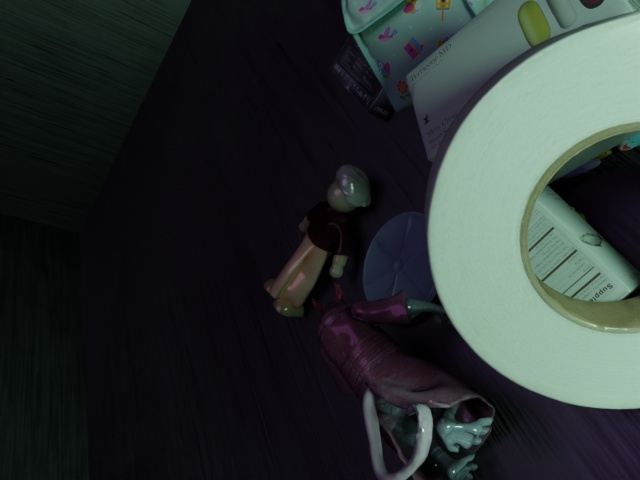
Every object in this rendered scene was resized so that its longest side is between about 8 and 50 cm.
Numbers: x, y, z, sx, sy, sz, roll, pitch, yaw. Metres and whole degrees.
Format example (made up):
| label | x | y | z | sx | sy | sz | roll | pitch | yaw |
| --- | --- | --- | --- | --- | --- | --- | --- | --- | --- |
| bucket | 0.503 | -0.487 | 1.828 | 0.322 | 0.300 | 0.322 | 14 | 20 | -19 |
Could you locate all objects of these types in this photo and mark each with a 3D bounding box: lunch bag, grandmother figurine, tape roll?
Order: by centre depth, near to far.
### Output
| label | x | y | z | sx | sy | sz | roll | pitch | yaw |
| --- | --- | --- | --- | --- | --- | --- | --- | --- | --- |
| tape roll | 0.298 | -0.018 | 0.567 | 0.392 | 0.392 | 0.072 | -58 | 3 | 20 |
| lunch bag | 0.170 | -0.391 | 0.978 | 0.223 | 0.160 | 0.262 | -26 | 98 | 45 |
| grandmother figurine | 0.000 | 0.000 | 1.191 | 0.208 | 0.104 | 0.342 | 48 | 118 | 41 |

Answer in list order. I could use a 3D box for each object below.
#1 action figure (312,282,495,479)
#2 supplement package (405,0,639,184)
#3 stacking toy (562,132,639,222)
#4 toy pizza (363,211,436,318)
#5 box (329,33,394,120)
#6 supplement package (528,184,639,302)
| label | x | y | z | sx | sy | sz | roll | pitch | yaw |
| --- | --- | --- | --- | --- | --- | --- | --- | --- | --- |
| action figure | 0.077 | 0.206 | 0.869 | 0.370 | 0.275 | 0.248 | 45 | 119 | 37 |
| supplement package | 0.278 | -0.194 | 0.713 | 0.262 | 0.204 | 0.145 | -36 | 51 | 38 |
| stacking toy | 0.383 | -0.121 | 0.765 | 0.221 | 0.052 | 0.167 | -32 | 54 | 41 |
| toy pizza | 0.150 | 0.048 | 1.021 | 0.201 | 0.032 | 0.201 | -27 | 55 | 47 |
| box | 0.124 | -0.389 | 1.219 | 0.183 | 0.056 | 0.231 | -56 | 39 | 22 |
| supplement package | 0.293 | 0.023 | 0.721 | 0.179 | 0.105 | 0.105 | 52 | 122 | 23 |
